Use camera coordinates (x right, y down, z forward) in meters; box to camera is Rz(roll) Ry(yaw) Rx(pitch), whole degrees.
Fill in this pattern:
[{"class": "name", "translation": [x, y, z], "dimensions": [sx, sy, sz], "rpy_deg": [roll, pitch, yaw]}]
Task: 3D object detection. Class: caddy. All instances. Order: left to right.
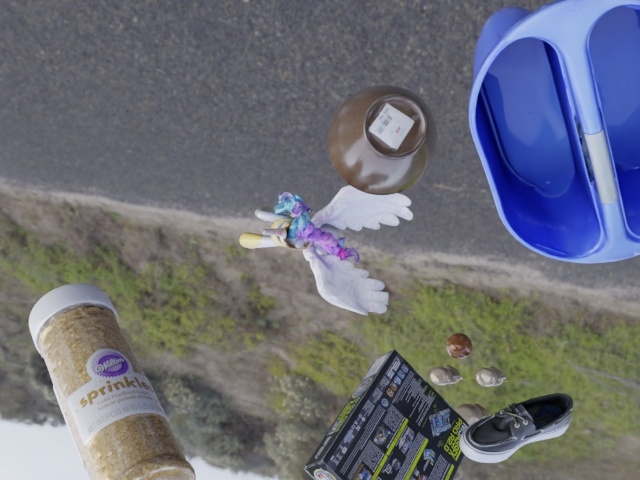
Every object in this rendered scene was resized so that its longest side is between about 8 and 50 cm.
[{"class": "caddy", "translation": [0.303, -0.125, 0.790], "dimensions": [0.242, 0.179, 0.341], "rpy_deg": [-15, 126, 20]}]

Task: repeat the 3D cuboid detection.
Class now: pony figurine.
[{"class": "pony figurine", "translation": [0.000, 0.000, 1.665], "dimensions": [0.351, 0.302, 0.363], "rpy_deg": [10, 180, -18]}]

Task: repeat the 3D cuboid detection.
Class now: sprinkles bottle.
[{"class": "sprinkles bottle", "translation": [-0.290, 0.210, 0.952], "dimensions": [0.355, 0.121, 0.121], "rpy_deg": [49, -175, 39]}]

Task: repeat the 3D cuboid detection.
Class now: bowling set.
[{"class": "bowling set", "translation": [0.321, 0.301, 1.486], "dimensions": [0.287, 0.199, 0.154], "rpy_deg": [3, 170, 23]}]

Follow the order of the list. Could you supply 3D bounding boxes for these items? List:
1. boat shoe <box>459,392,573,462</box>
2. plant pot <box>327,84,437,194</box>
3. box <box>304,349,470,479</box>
[{"class": "boat shoe", "translation": [0.339, 0.308, 1.192], "dimensions": [0.229, 0.080, 0.076], "rpy_deg": [-6, 126, -23]}, {"class": "plant pot", "translation": [0.122, -0.193, 1.279], "dimensions": [0.216, 0.215, 0.230], "rpy_deg": [17, -178, -1]}, {"class": "box", "translation": [0.126, 0.351, 1.186], "dimensions": [0.216, 0.270, 0.060], "rpy_deg": [45, 137, -4]}]
